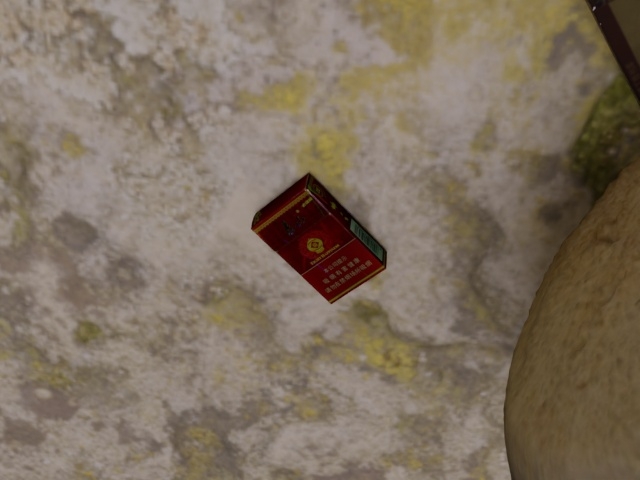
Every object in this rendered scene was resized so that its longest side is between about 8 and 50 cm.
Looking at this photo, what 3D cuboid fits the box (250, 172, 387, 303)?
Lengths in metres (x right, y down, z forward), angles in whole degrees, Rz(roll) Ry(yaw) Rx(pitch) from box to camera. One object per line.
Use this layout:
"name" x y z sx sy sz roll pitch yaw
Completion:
"box" 0.000 0.000 0.535 0.051 0.023 0.082 -35 114 25

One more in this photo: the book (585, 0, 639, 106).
"book" 0.235 -0.182 0.382 0.230 0.026 0.161 -27 117 23

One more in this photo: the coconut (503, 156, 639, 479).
"coconut" 0.310 0.110 0.381 0.415 0.345 0.416 4 122 7
